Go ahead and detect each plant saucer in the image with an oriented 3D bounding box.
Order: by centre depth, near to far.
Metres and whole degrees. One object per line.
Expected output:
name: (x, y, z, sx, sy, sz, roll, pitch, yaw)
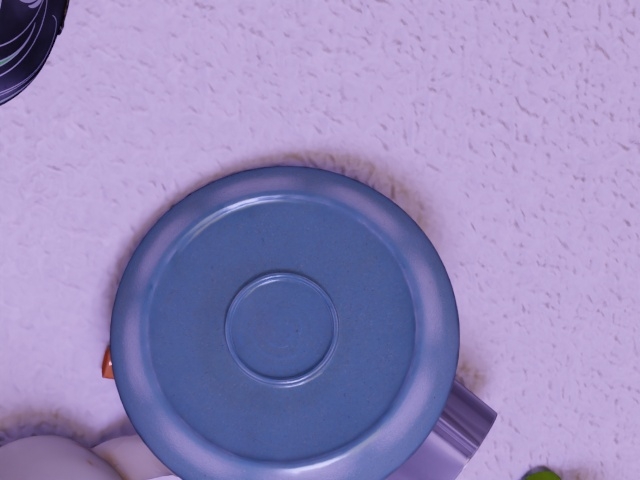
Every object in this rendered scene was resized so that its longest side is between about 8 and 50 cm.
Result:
plant saucer: (-0.034, 0.081, 1.699, 0.318, 0.043, 0.317, -1, 77, 3)

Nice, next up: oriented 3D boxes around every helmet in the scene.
helmet: (-0.305, -0.183, 1.562, 0.169, 0.169, 0.161, 41, 80, -24)

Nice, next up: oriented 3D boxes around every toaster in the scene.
toaster: (0.077, 0.197, 1.794, 0.110, 0.168, 0.185, 37, 103, 5)

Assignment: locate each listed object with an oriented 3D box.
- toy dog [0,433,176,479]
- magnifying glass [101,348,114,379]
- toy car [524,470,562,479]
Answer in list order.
toy dog: (-0.255, 0.363, 1.654, 0.395, 0.408, 0.284, -22, 115, -5)
magnifying glass: (-0.094, 0.133, 1.815, 0.231, 0.026, 0.092, 10, 108, -17)
toy car: (0.250, 0.359, 1.932, 0.149, 0.155, 0.188, -35, 128, 1)
